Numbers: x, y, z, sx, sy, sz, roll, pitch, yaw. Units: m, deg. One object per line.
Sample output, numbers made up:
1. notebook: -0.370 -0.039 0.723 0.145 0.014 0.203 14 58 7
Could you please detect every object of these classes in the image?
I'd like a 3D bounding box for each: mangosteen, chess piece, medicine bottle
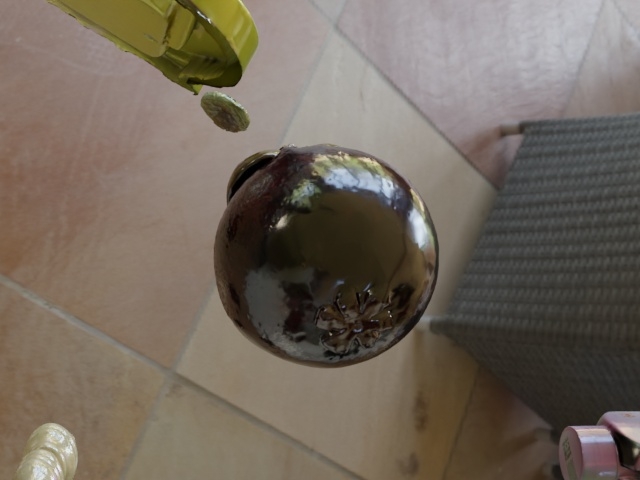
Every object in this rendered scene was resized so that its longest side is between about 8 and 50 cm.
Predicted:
1. mangosteen: 0.000 0.000 1.155 0.306 0.347 0.307 -9 131 -11
2. chess piece: -0.553 0.470 1.688 0.124 0.307 0.139 30 88 -9
3. medicine bottle: 0.416 0.283 1.121 0.187 0.119 0.095 1 103 -7

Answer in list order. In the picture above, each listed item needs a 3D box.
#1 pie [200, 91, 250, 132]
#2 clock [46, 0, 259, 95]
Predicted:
1. pie: -0.147 -0.197 1.317 0.084 0.084 0.020 45 58 -31
2. clock: -0.176 -0.235 0.742 0.277 0.293 0.071 32 82 -18
